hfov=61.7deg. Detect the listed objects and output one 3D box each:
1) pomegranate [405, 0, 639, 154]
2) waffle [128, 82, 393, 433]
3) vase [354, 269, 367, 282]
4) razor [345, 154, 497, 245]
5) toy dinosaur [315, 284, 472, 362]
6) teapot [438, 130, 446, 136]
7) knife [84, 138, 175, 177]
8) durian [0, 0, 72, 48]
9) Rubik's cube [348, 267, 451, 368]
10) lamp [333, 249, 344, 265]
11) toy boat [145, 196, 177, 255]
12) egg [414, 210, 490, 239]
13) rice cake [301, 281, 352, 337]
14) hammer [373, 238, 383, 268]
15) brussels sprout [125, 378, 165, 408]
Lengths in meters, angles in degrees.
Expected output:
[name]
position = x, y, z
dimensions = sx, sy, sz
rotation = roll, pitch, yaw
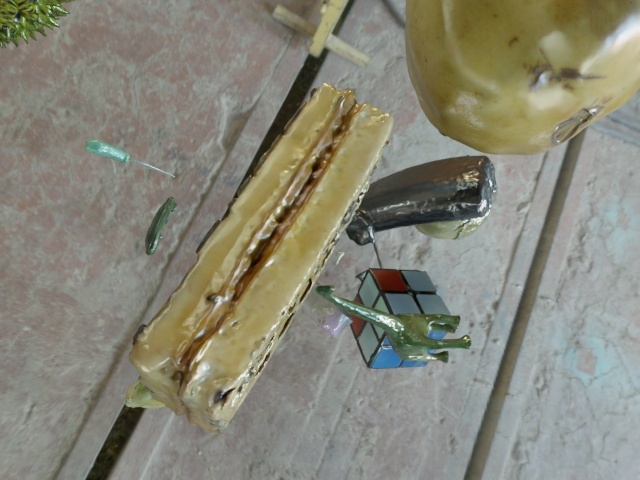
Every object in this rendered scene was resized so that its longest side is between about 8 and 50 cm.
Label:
[pomegranate]
position = 0.265, -0.279, 0.700
dimensions = 0.333, 0.332, 0.332
rotation = 3, 78, -16
[waffle]
position = -0.059, 0.023, 0.616
dimensions = 0.114, 0.261, 0.376
rotation = 29, 65, 5
[vase]
position = 0.175, 0.178, 1.759
dimensions = 0.059, 0.059, 0.167
rotation = -28, 91, -20
[razor]
position = 0.205, -0.092, 1.154
dimensions = 0.107, 0.327, 0.189
rotation = 63, 32, -23
[toy dinosaur]
position = 0.122, 0.185, 1.038
dimensions = 0.301, 0.447, 0.087
rotation = 1, 63, -5
[teapot]
position = 0.362, -0.354, 1.509
dimensions = 0.080, 0.085, 0.110
rotation = -25, 90, -25
[knife]
position = -0.489, -0.211, 1.416
dimensions = 0.260, 0.063, 0.034
rotation = 18, 84, -43
[durian]
position = -0.372, -0.294, 0.489
dimensions = 0.291, 0.291, 0.224
rotation = -4, 52, -17
[Rubik's cube]
position = 0.186, 0.189, 1.299
dimensions = 0.167, 0.183, 0.180
rotation = 5, 40, -23
[lamp]
position = 0.000, 0.000, 1.831
dimensions = 0.198, 0.050, 0.056
rotation = 44, 82, -11
[toy boat]
position = -0.505, -0.045, 1.676
dimensions = 0.052, 0.104, 0.210
rotation = 27, 51, -20
[egg]
position = 0.315, -0.080, 1.297
dimensions = 0.201, 0.164, 0.164
rotation = -18, 84, -10
[rice cake]
position = -0.088, 0.072, 1.255
dimensions = 0.399, 0.064, 0.070
rotation = 41, 100, 16
[hammer]
position = 0.175, 0.050, 1.598
dimensions = 0.058, 0.029, 0.292
rotation = -13, 87, -51
[brussels sprout]
position = -0.418, 0.383, 1.399
dimensions = 0.181, 0.139, 0.100
rotation = 4, 68, -31
